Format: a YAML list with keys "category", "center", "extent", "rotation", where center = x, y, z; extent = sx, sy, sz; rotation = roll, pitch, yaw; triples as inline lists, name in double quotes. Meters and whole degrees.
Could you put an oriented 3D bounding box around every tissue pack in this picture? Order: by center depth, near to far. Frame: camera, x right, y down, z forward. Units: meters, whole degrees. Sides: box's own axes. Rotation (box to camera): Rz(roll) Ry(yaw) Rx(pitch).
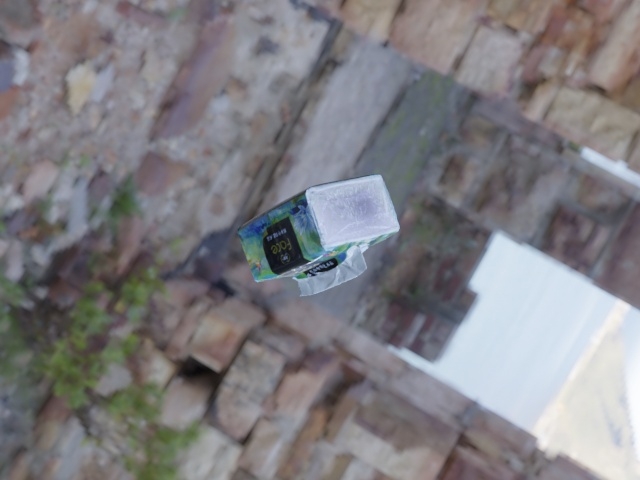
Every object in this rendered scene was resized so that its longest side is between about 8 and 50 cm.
- category: "tissue pack"
  center: [0.001, 0.000, 1.163]
  extent: [0.085, 0.079, 0.111]
  rotation: [-14, 172, -37]
